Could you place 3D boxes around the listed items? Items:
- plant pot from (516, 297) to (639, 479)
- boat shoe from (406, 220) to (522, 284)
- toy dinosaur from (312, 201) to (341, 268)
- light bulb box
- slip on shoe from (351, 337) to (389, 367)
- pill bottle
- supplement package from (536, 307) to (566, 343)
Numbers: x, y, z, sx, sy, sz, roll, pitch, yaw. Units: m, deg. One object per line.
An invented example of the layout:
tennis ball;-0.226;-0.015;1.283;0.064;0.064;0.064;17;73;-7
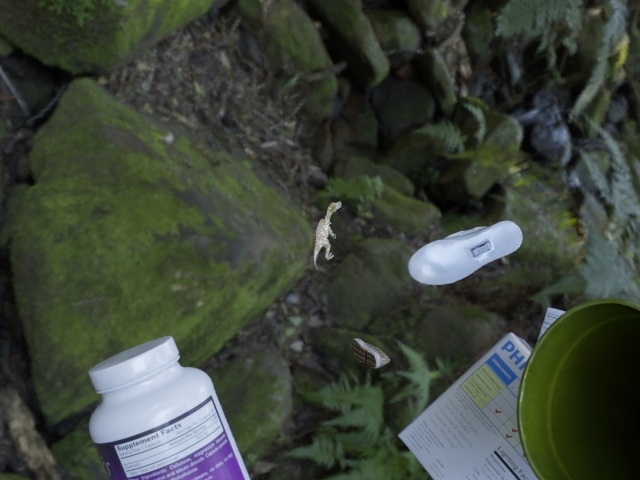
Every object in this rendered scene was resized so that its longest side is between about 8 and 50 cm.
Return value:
plant pot;0.621;0.328;1.540;0.352;0.366;0.367;19;47;-28
boat shoe;0.292;0.030;1.738;0.084;0.258;0.095;162;-86;-76
toy dinosaur;0.000;0.000;1.786;0.093;0.053;0.183;78;26;-56
light bulb box;0.445;0.467;1.936;0.358;0.361;0.225;49;10;23
slip on shoe;0.122;0.278;2.078;0.135;0.041;0.052;22;-64;61
pill bottle;-0.207;0.307;1.175;0.323;0.181;0.181;69;20;-4
supplement package;0.705;0.322;2.341;0.194;0.149;0.203;29;78;-50
